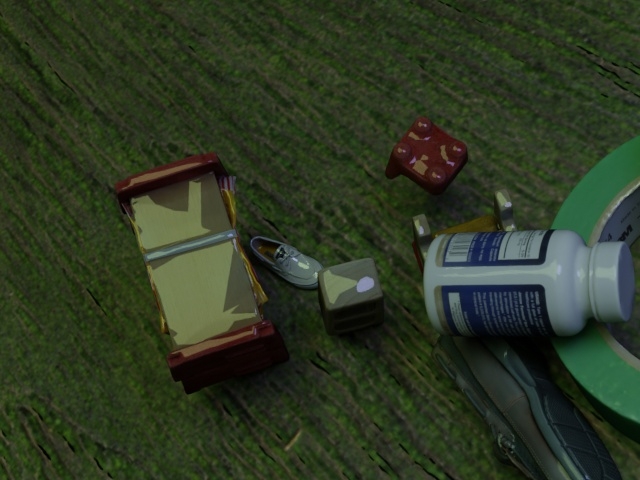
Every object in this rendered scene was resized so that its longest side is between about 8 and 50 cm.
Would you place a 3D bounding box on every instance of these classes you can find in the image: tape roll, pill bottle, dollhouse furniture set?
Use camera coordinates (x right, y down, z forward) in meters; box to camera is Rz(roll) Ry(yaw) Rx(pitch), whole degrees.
[{"bbox_3d":[0.360,0.037,1.122,0.321,0.077,0.321,-12,58,21],"label":"tape roll"},{"bbox_3d":[0.184,0.038,1.102,0.169,0.094,0.094,-2,61,26],"label":"pill bottle"},{"bbox_3d":[0.000,0.000,1.274,0.374,0.152,0.201,-17,74,-3],"label":"dollhouse furniture set"}]

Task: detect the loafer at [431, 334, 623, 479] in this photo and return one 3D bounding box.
[{"bbox_3d":[0.184,0.164,1.140,0.084,0.096,0.267,-47,43,20],"label":"loafer"}]

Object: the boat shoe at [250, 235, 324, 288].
[{"bbox_3d":[-0.037,0.021,1.357,0.100,0.035,0.035,29,77,36],"label":"boat shoe"}]
